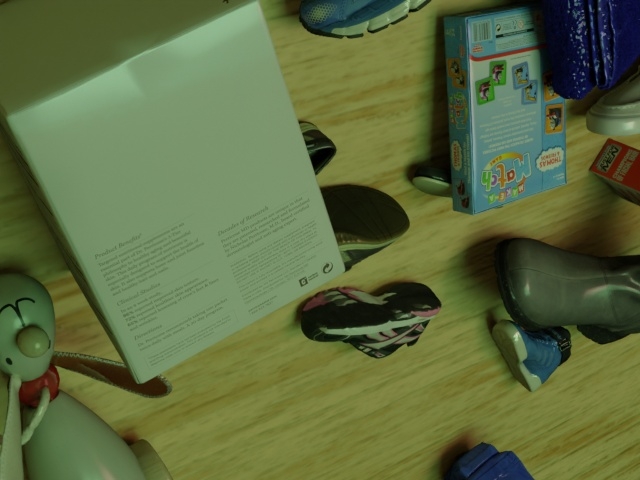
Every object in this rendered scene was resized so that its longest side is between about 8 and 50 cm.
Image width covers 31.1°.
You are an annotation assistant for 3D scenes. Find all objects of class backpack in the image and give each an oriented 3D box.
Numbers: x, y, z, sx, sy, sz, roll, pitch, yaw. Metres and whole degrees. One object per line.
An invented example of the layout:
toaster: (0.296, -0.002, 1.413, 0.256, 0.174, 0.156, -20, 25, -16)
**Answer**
backpack: (0.217, 0.326, 1.513, 0.098, 0.101, 0.120, -28, 159, -20)

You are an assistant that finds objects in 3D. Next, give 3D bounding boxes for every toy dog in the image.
toy dog: (-0.223, 0.201, 1.049, 0.220, 0.161, 0.334, -47, 133, -10)

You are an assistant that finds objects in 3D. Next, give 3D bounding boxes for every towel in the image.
towel: (0.313, -0.327, 1.226, 0.227, 0.076, 0.308, -39, 131, -36)

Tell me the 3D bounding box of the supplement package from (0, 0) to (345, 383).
supplement package: (-0.137, -0.071, 0.937, 0.199, 0.198, 0.263, -28, 128, -13)

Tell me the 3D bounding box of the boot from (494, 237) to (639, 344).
boot: (0.376, 0.040, 1.397, 0.338, 0.222, 0.118, 11, 67, -49)

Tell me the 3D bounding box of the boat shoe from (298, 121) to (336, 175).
boat shoe: (-0.050, -0.059, 1.130, 0.152, 0.049, 0.056, -43, 132, -13)

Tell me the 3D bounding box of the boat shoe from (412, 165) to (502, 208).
boat shoe: (0.156, -0.067, 1.298, 0.133, 0.049, 0.042, 11, 82, -36)

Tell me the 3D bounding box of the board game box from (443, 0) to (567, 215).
board game box: (0.206, -0.149, 1.263, 0.160, 0.039, 0.212, -17, 110, -37)

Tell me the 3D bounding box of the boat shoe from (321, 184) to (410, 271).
boat shoe: (0.000, 0.001, 1.191, 0.223, 0.080, 0.073, -17, 152, -45)

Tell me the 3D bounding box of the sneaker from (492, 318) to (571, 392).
sneaker: (0.277, 0.128, 1.481, 0.084, 0.058, 0.152, -40, 136, -8)

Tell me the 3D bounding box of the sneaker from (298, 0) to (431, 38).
sneaker: (0.090, -0.324, 1.053, 0.147, 0.130, 0.330, 41, 98, -16)

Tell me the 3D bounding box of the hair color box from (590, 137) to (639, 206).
hair color box: (0.429, -0.063, 1.431, 0.093, 0.167, 0.053, 30, 91, -44)

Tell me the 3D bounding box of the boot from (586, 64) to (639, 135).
boot: (0.414, -0.217, 1.405, 0.258, 0.095, 0.123, -26, 121, -37)

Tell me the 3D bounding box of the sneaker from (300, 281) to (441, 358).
sneaker: (0.057, 0.101, 1.289, 0.178, 0.072, 0.077, -2, 124, -32)
